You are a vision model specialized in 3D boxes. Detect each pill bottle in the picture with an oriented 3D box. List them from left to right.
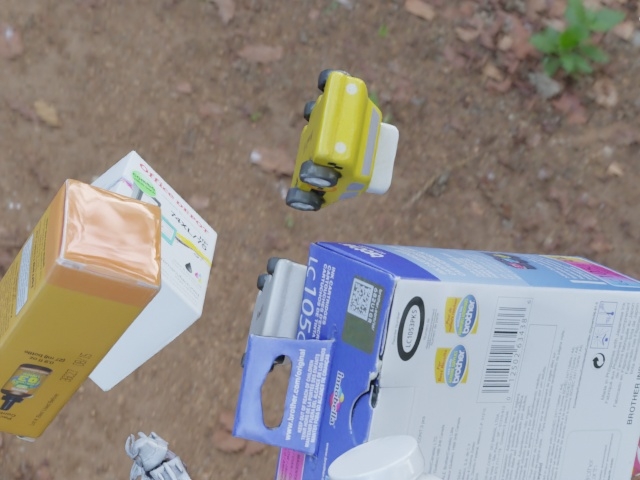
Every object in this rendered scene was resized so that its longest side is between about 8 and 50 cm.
[{"bbox_3d":[0.061,0.215,0.896,0.086,0.086,0.152,-25,100,-29],"label":"pill bottle"}]

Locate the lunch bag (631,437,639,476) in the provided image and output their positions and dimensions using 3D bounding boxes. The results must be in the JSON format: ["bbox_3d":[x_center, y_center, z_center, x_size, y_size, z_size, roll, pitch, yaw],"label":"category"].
[{"bbox_3d":[0.339,0.163,1.648,0.258,0.120,0.293,68,18,6],"label":"lunch bag"}]

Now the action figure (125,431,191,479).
[{"bbox_3d":[-0.191,0.372,1.799,0.099,0.285,0.185,-30,27,-3],"label":"action figure"}]

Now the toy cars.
[{"bbox_3d":[0.000,0.000,1.255,0.087,0.393,0.176,13,36,-6],"label":"toy cars"}]

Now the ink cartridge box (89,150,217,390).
[{"bbox_3d":[-0.297,0.038,1.941,0.198,0.197,0.270,46,18,-19],"label":"ink cartridge box"}]

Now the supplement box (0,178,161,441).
[{"bbox_3d":[-0.197,0.058,0.953,0.078,0.233,0.080,17,45,-27],"label":"supplement box"}]

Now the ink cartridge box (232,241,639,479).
[{"bbox_3d":[0.117,0.147,1.239,0.396,0.270,0.151,4,11,-33],"label":"ink cartridge box"}]
